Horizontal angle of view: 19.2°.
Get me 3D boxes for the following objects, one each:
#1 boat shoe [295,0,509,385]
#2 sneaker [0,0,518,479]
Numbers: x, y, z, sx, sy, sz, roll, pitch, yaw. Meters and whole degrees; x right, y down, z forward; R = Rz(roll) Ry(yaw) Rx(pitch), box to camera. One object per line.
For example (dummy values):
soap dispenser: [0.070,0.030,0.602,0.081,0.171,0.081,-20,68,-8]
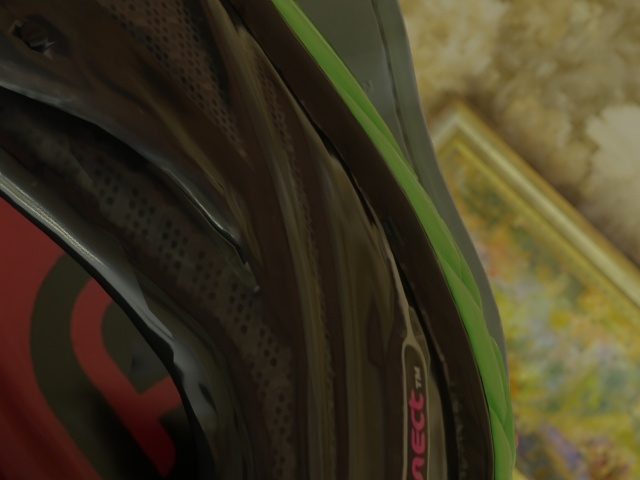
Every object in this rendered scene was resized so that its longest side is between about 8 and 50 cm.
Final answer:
boat shoe: [0.000,0.000,0.548,0.069,0.081,0.227,-147,45,-74]
sneaker: [-0.128,-0.076,0.366,0.483,0.185,0.202,50,-161,-4]
